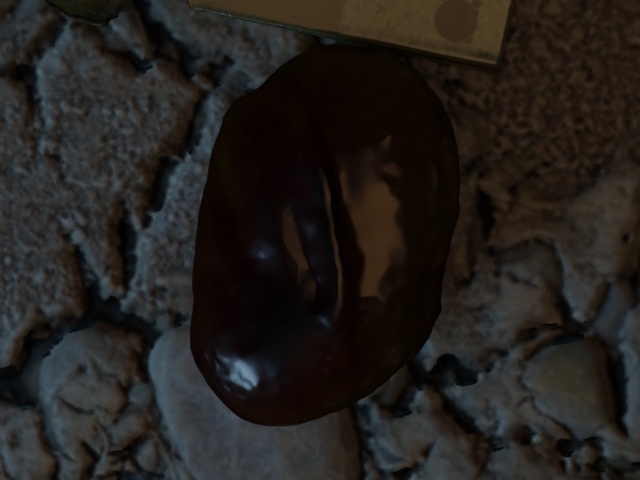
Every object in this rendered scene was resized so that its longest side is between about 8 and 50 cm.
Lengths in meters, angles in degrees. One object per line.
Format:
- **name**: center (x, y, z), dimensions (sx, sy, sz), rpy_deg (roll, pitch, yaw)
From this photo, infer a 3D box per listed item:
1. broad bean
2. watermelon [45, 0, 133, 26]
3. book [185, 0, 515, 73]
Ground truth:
- **broad bean**: center (0.000, 0.000, 0.574), dimensions (0.156, 0.122, 0.228), rpy_deg (17, 97, 28)
- **watermelon**: center (-0.141, -0.217, 0.577), dimensions (0.139, 0.071, 0.187), rpy_deg (-35, 87, 4)
- **book**: center (0.027, -0.188, 0.587), dimensions (0.199, 0.016, 0.138), rpy_deg (12, 101, 4)
